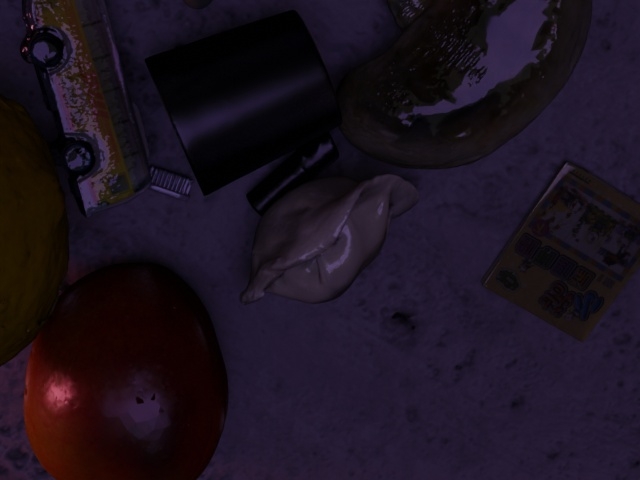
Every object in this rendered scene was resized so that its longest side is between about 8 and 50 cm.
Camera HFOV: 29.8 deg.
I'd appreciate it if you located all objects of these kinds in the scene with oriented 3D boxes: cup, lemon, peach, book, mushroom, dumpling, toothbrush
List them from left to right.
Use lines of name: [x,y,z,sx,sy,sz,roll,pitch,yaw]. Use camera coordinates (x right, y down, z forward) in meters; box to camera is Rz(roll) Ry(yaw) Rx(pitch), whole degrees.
lemon: [-0.446,-0.008,1.256,0.387,0.350,0.350,-12,110,7]
toothbrush: [-0.318,-0.113,1.401,0.354,0.024,0.029,18,98,-13]
peach: [-0.218,0.165,1.426,0.248,0.245,0.275,-2,99,-36]
cup: [-0.080,-0.147,1.379,0.177,0.239,0.166,-24,68,-4]
dumpling: [0.000,0.000,1.402,0.250,0.162,0.132,-35,78,10]
mushroom: [0.167,-0.217,1.370,0.344,0.130,0.247,-38,113,6]
book: [0.324,0.016,1.528,0.168,0.013,0.192,29,103,-15]

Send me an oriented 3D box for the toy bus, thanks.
toy bus: [-0.264,-0.165,1.345,0.106,0.092,0.268,-17,104,-16]

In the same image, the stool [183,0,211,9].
stool: [-0.176,-0.363,1.212,0.195,0.199,0.195,10,67,-11]
